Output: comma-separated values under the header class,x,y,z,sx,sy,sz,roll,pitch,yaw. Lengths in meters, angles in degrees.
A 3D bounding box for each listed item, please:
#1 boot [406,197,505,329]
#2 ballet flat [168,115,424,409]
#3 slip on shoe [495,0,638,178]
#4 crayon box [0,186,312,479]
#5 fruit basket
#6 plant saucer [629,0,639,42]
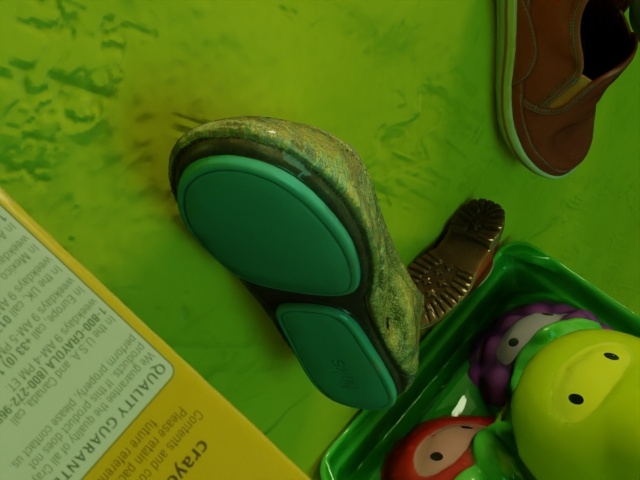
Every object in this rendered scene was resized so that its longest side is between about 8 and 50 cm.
class,x,y,z,sx,sy,sz,roll,pitch,yaw
boot,0.124,0.040,0.870,0.158,0.059,0.085,-46,152,-28
ballet flat,0.000,0.000,0.599,0.123,0.123,0.348,-52,149,-16
slip on shoe,0.224,-0.159,0.811,0.123,0.101,0.331,-52,151,-20
crayon box,-0.103,0.149,0.364,0.203,0.323,0.083,-49,-170,-22
fruit basket,0.212,0.173,0.880,0.392,0.283,0.392,-48,163,-20
plant saucer,0.323,-0.319,0.818,0.317,0.043,0.318,12,90,-70
